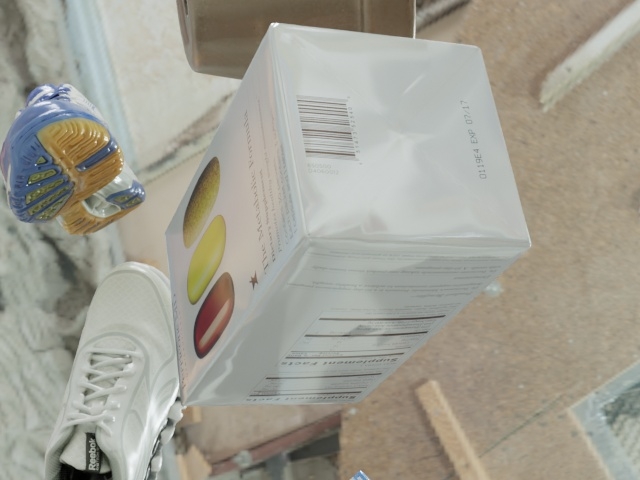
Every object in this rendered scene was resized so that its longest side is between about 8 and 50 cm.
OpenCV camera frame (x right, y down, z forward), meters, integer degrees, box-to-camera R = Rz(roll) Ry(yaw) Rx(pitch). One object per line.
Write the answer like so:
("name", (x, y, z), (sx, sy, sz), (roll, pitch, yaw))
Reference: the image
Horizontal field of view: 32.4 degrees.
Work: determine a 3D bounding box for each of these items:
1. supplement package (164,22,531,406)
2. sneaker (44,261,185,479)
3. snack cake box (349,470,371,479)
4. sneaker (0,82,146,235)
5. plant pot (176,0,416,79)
("supplement package", (0.000, 0.000, 0.682), (0.244, 0.133, 0.139), (126, -40, -54))
("sneaker", (-0.185, 0.156, 0.983), (0.110, 0.118, 0.292), (2, -106, 13))
("snack cake box", (0.078, 0.412, 1.264), (0.152, 0.089, 0.264), (-42, -138, -6))
("sneaker", (-0.250, -0.090, 1.026), (0.112, 0.296, 0.131), (-29, -97, -7))
("plant pot", (-0.039, -0.268, 1.218), (0.229, 0.263, 0.263), (-9, -105, -11))
